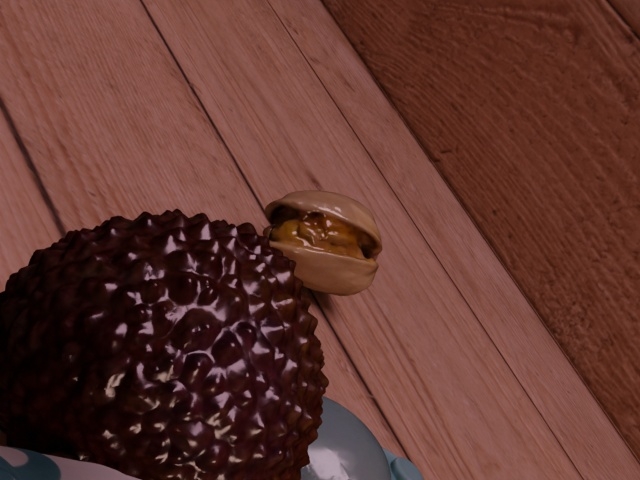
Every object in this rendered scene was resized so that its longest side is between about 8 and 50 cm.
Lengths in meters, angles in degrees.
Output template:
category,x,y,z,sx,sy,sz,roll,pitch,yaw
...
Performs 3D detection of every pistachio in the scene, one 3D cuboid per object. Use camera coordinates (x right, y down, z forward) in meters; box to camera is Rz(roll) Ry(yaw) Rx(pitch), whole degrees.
category,x,y,z,sx,sy,sz,roll,pitch,yaw
pistachio,0.000,0.000,2.263,0.229,0.157,0.157,21,31,-48

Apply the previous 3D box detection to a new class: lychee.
category,x,y,z,sx,sy,sz,roll,pitch,yaw
lychee,-0.134,0.118,1.282,0.306,0.306,0.330,48,47,0

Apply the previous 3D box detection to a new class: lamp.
category,x,y,z,sx,sy,sz,roll,pitch,yaw
lamp,-0.002,0.253,1.622,0.284,0.147,0.209,36,17,-39

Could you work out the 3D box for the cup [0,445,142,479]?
category,x,y,z,sx,sy,sz,roll,pitch,yaw
cup,-0.226,0.262,0.921,0.257,0.219,0.290,25,60,-54
